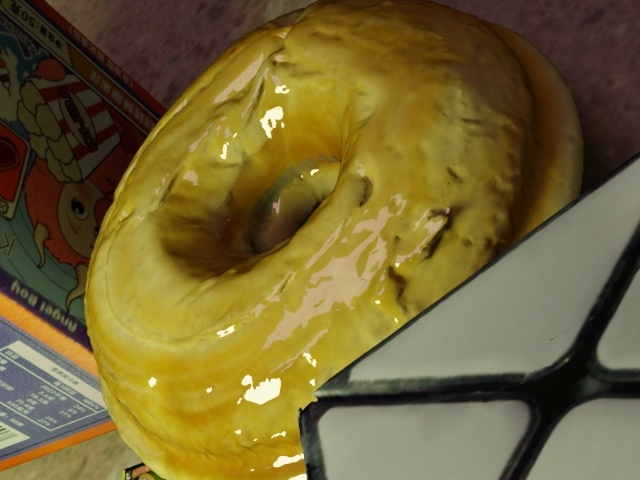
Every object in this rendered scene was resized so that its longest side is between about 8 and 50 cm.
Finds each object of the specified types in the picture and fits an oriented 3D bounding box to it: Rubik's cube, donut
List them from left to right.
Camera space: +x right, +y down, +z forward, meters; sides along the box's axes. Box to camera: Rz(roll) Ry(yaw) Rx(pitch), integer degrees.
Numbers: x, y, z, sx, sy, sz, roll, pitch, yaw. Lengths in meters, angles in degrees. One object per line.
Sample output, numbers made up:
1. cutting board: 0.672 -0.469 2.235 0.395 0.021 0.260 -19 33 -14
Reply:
1. donut: 0.000 0.000 1.147 0.449 0.198 0.449 -22 47 26
2. Rubik's cube: 0.202 0.162 0.694 0.310 0.307 0.305 -39 24 13

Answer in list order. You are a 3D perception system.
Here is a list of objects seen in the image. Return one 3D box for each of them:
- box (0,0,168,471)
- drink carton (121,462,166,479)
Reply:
1. box: -0.308 -0.020 1.344 0.257 0.349 0.318 -21 45 31
2. drink carton: -0.128 0.256 1.178 0.071 0.056 0.165 -27 43 32
